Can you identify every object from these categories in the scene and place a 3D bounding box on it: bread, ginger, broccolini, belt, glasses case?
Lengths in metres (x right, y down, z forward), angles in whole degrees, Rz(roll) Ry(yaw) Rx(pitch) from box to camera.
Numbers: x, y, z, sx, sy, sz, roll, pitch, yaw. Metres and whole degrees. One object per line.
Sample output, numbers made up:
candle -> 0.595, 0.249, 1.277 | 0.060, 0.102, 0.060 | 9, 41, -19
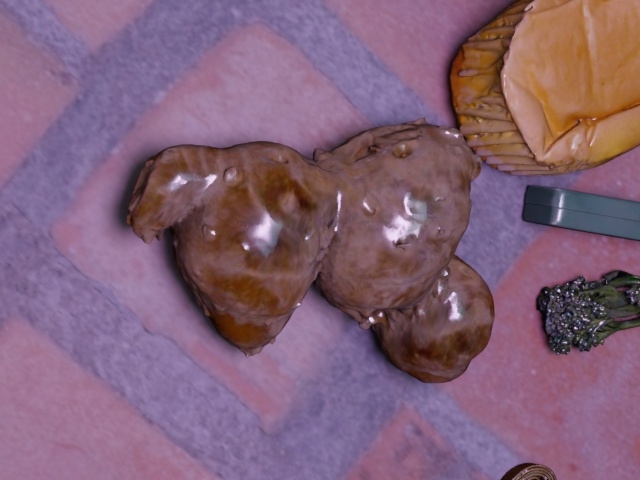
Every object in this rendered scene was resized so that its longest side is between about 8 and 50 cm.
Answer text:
bread -> 0.261, -0.184, 1.784 | 0.288, 0.156, 0.204 | -35, 111, -19
ginger -> 0.000, 0.000, 1.680 | 0.375, 0.176, 0.256 | 8, 104, -21
broccolini -> 0.407, 0.032, 1.881 | 0.392, 0.074, 0.079 | -20, 105, -18
belt -> 0.207, 0.268, 1.835 | 0.059, 0.036, 0.083 | 27, 82, -13
glasses case -> 0.306, -0.023, 1.841 | 0.184, 0.078, 0.039 | 9, 92, -20
